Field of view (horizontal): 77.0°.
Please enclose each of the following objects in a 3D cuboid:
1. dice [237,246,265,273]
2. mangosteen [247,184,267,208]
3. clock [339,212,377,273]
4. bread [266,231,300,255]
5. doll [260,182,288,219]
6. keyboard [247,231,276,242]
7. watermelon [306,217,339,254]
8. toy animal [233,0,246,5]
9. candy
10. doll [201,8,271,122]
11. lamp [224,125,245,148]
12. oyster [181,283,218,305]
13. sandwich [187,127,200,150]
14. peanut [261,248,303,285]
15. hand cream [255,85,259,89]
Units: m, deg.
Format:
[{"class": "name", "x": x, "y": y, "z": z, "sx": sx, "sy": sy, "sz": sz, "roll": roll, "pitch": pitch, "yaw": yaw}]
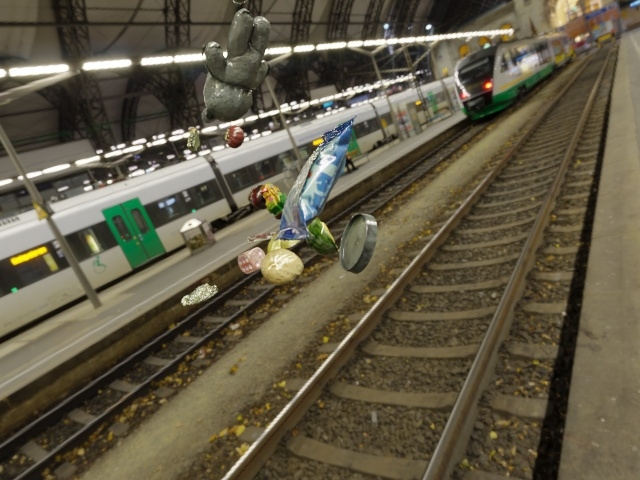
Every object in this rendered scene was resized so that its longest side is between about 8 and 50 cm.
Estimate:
[{"class": "dice", "x": -0.298, "y": 0.087, "z": 1.753, "sx": 0.093, "sy": 0.094, "sz": 0.091, "roll": -22, "pitch": 7, "yaw": 41}, {"class": "mangosteen", "x": -0.297, "y": -0.212, "z": 1.962, "sx": 0.140, "sy": 0.140, "sz": 0.140, "roll": -22, "pitch": 12, "yaw": 5}, {"class": "clock", "x": 0.128, "y": 0.009, "z": 1.408, "sx": 0.042, "sy": 0.214, "sz": 0.215, "roll": 14, "pitch": 0, "yaw": -19}, {"class": "bread", "x": -0.151, "y": 0.000, "z": 1.666, "sx": 0.188, "sy": 0.065, "sz": 0.149, "roll": -31, "pitch": 18, "yaw": -7}, {"class": "doll", "x": -0.205, "y": -0.186, "z": 1.876, "sx": 0.106, "sy": 0.186, "sz": 0.134, "roll": -35, "pitch": 10, "yaw": 28}, {"class": "keyboard", "x": -0.331, "y": -0.019, "z": 2.294, "sx": 0.166, "sy": 0.017, "sz": 0.055, "roll": -12, "pitch": 33, "yaw": -14}, {"class": "watermelon", "x": -0.004, "y": -0.006, "z": 1.992, "sx": 0.127, "sy": 0.232, "sz": 0.204, "roll": -32, "pitch": -11, "yaw": -5}, {"class": "toy animal", "x": -0.217, "y": -0.878, "z": 1.270, "sx": 0.251, "sy": 0.125, "sz": 0.127, "roll": -38, "pitch": 8, "yaw": 11}, {"class": "candy", "x": -0.011, "y": -0.145, "z": 0.964, "sx": 0.187, "sy": 0.077, "sz": 0.331, "roll": -5, "pitch": 56, "yaw": 63}, {"class": "doll", "x": -0.270, "y": -0.536, "z": 1.252, "sx": 0.158, "sy": 0.340, "sz": 0.246, "roll": 32, "pitch": 31, "yaw": 26}, {"class": "lamp", "x": -0.383, "y": -0.461, "z": 1.795, "sx": 0.090, "sy": 0.101, "sz": 0.101, "roll": 5, "pitch": -8, "yaw": -38}, {"class": "oyster", "x": -0.498, "y": 0.226, "z": 1.674, "sx": 0.125, "sy": 0.064, "sz": 0.177, "roll": -32, "pitch": 3, "yaw": 5}, {"class": "sandwich", "x": -0.616, "y": -0.489, "z": 1.945, "sx": 0.036, "sy": 0.104, "sz": 0.093, "roll": 4, "pitch": 38, "yaw": 0}, {"class": "peanut", "x": -0.145, "y": 0.097, "z": 1.487, "sx": 0.141, "sy": 0.109, "sz": 0.159, "roll": 34, "pitch": 41, "yaw": 28}, {"class": "hand cream", "x": -0.299, "y": -0.617, "z": 1.481, "sx": 0.076, "sy": 0.121, "sz": 0.336, "roll": 16, "pitch": 25, "yaw": 11}]
